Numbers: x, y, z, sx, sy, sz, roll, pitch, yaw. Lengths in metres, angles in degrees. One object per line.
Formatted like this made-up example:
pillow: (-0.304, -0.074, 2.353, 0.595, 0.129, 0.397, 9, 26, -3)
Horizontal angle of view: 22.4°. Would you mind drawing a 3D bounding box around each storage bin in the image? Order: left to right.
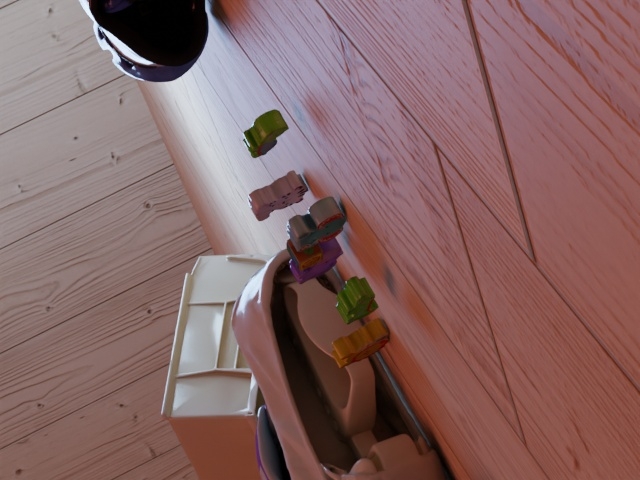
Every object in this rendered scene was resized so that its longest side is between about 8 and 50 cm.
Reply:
storage bin: (-0.096, 0.192, 2.113, 0.262, 0.123, 0.260, 70, -159, -49)

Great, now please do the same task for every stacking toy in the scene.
stacking toy: (0.000, 0.000, 1.290, 0.167, 0.052, 0.221, 60, 171, 15)

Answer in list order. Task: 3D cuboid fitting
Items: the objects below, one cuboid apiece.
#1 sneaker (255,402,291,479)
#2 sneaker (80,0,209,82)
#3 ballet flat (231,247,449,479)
sneaker: (-0.005, 0.180, 1.609, 0.282, 0.102, 0.161, -87, -16, -56)
sneaker: (-0.177, -0.271, 1.354, 0.315, 0.127, 0.182, 58, 172, -16)
ballet flat: (0.034, 0.174, 1.436, 0.400, 0.139, 0.139, 61, 174, 25)
